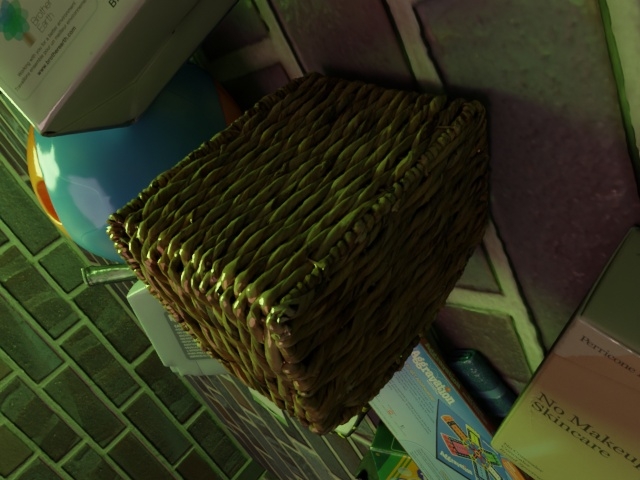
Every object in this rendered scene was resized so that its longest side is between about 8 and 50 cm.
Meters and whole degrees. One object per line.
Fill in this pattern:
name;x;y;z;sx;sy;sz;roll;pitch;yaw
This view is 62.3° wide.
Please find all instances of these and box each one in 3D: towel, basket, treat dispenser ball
towel;0.235;0.210;0.767;0.119;0.029;0.067;50;152;-6
basket;0.000;0.000;0.524;0.223;0.299;0.213;22;146;35
treat dispenser ball;-0.235;-0.109;0.718;0.288;0.288;0.288;34;150;23

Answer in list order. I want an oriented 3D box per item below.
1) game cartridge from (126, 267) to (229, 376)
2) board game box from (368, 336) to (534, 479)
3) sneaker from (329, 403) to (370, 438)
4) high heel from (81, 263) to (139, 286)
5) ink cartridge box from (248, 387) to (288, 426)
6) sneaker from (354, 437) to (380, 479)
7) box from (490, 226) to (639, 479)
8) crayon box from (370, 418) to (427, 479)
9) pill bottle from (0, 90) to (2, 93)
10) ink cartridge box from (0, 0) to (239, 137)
game cartridge;-0.117;0.107;0.767;0.297;0.062;0.198;-7;117;15
board game box;0.174;0.274;0.796;0.145;0.027;0.281;-36;92;34
sneaker;0.025;0.294;1.055;0.147;0.145;0.384;43;151;7
high heel;-0.347;-0.050;0.915;0.186;0.093;0.261;-9;105;10
ink cartridge box;-0.166;0.473;1.662;0.171;0.056;0.235;28;151;33
sneaker;0.180;0.517;1.153;0.109;0.130;0.286;52;151;-7
box;0.286;0.149;0.512;0.148;0.121;0.311;33;150;27
crayon box;0.223;0.458;0.959;0.203;0.083;0.322;2;128;25
pill bottle;-0.510;-0.294;0.706;0.224;0.392;0.224;21;134;24
ink cartridge box;-0.260;-0.332;0.465;0.270;0.151;0.395;-41;94;19
